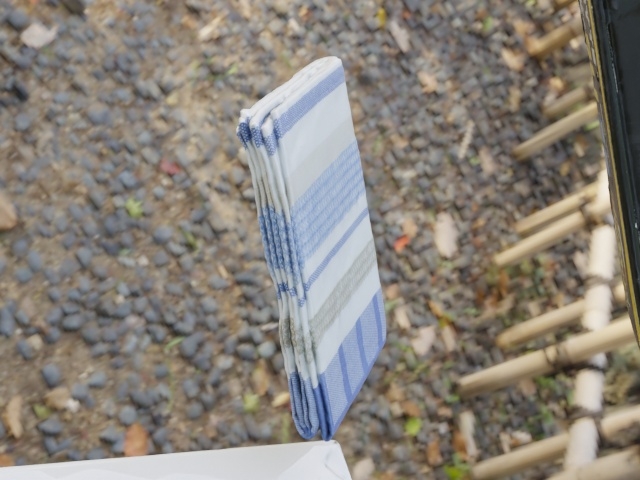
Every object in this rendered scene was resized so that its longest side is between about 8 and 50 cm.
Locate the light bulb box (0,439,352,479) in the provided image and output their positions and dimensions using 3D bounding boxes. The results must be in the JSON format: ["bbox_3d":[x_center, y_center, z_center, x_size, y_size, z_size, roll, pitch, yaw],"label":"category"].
[{"bbox_3d":[-0.180,0.353,1.070,0.358,0.361,0.225,2,55,-37],"label":"light bulb box"}]

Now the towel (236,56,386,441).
[{"bbox_3d":[0.000,0.000,1.067,0.209,0.034,0.285,-51,134,-61],"label":"towel"}]

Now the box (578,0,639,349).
[{"bbox_3d":[0.300,-0.089,0.633,0.079,0.322,0.257,-74,153,-72],"label":"box"}]
